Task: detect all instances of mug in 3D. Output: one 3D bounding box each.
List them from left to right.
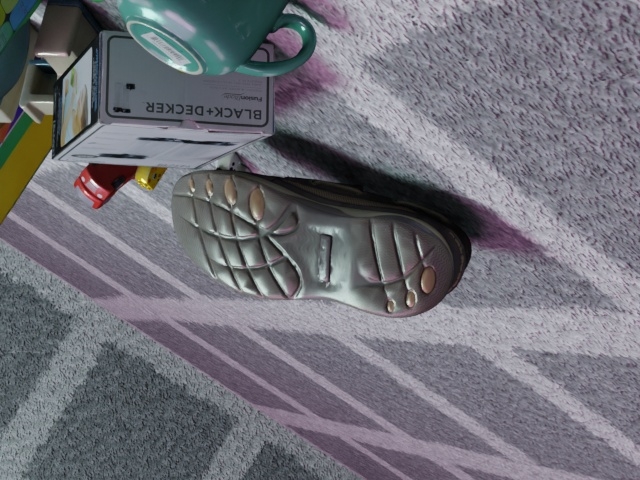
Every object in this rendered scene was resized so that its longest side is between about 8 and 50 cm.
[{"bbox_3d":[-0.093,-0.192,1.219,0.158,0.097,0.129,26,166,23],"label":"mug"}]

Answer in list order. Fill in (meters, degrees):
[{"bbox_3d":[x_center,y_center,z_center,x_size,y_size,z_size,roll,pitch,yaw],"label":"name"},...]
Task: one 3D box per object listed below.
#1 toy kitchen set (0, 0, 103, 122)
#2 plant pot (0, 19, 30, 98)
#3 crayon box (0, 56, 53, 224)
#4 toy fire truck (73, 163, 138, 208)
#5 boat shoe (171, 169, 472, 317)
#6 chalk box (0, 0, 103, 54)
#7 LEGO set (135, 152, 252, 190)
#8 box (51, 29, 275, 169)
[{"bbox_3d":[-0.324,-0.223,1.664,0.207,0.122,0.166,3,156,21],"label":"toy kitchen set"},{"bbox_3d":[-0.421,-0.224,1.548,0.195,0.290,0.290,-2,-171,-36],"label":"plant pot"},{"bbox_3d":[-0.515,-0.163,1.790,0.363,0.313,0.106,36,166,-18],"label":"crayon box"},{"bbox_3d":[-0.244,-0.090,1.832,0.047,0.192,0.135,46,138,-1],"label":"toy fire truck"},{"bbox_3d":[0.000,0.000,1.587,0.355,0.132,0.130,18,-162,30],"label":"boat shoe"},{"bbox_3d":[-0.322,-0.272,1.261,0.289,0.179,0.180,30,167,8],"label":"chalk box"},{"bbox_3d":[-0.178,-0.106,1.729,0.087,0.093,0.227,23,165,32],"label":"LEGO set"},{"bbox_3d":[-0.163,-0.133,1.466,0.169,0.087,0.290,2,176,-18],"label":"box"}]
